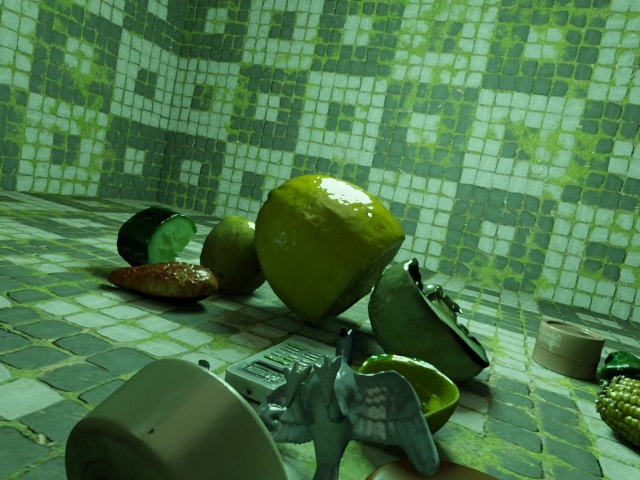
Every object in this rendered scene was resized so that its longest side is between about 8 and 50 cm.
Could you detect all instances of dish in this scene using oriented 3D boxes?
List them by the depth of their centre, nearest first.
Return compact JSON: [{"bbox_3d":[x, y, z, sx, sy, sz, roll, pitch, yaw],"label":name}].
[{"bbox_3d":[0.122,0.239,0.684,0.148,0.080,0.208,8,8,2],"label":"dish"}]

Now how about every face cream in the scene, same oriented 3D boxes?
[{"bbox_3d":[0.627,0.274,1.175,0.149,0.104,0.149,11,6,-1],"label":"face cream"}]

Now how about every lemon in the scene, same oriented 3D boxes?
[{"bbox_3d":[0.000,0.000,1.117,0.363,0.365,0.364,11,6,-1],"label":"lemon"}]

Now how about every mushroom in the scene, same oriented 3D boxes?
[{"bbox_3d":[0.203,0.189,0.936,0.267,0.164,0.190,45,21,-22],"label":"mushroom"}]

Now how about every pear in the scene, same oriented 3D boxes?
[{"bbox_3d":[-0.222,0.046,1.255,0.188,0.211,0.228,33,0,18],"label":"pear"}]

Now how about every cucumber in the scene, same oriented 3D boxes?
[{"bbox_3d":[-0.435,0.003,1.238,0.130,0.191,0.191,16,7,28],"label":"cucumber"}]

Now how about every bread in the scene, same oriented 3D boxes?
[{"bbox_3d":[-0.366,0.088,1.078,0.268,0.095,0.139,10,-2,22],"label":"bread"}]

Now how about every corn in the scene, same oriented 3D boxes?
[{"bbox_3d":[0.581,0.315,0.727,0.115,0.115,0.317,9,7,-24],"label":"corn"}]

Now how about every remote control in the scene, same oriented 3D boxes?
[{"bbox_3d":[-0.054,0.214,0.787,0.103,0.034,0.250,14,7,24],"label":"remote control"}]

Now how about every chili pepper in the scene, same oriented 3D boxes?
[{"bbox_3d":[0.695,0.311,1.034,0.270,0.099,0.136,13,28,-51],"label":"chili pepper"}]

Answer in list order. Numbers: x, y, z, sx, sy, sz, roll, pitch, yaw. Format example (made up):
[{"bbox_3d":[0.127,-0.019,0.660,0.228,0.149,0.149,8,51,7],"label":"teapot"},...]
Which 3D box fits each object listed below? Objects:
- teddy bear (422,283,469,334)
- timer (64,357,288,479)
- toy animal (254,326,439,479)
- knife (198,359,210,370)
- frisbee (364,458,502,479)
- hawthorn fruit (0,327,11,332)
[{"bbox_3d":[0.248,0.178,1.202,0.250,0.144,0.171,14,-8,-7],"label":"teddy bear"},{"bbox_3d":[-0.162,0.209,0.272,0.175,0.175,0.266,15,23,29],"label":"timer"},{"bbox_3d":[0.022,0.202,0.556,0.239,0.256,0.176,-7,-38,21],"label":"toy animal"},{"bbox_3d":[-0.149,0.216,0.662,0.045,0.021,0.222,6,8,-20],"label":"knife"},{"bbox_3d":[0.158,0.301,0.477,0.250,0.021,0.251,10,6,-1],"label":"frisbee"},{"bbox_3d":[-0.516,0.121,0.689,0.103,0.067,0.066,26,-2,-32],"label":"hawthorn fruit"}]
